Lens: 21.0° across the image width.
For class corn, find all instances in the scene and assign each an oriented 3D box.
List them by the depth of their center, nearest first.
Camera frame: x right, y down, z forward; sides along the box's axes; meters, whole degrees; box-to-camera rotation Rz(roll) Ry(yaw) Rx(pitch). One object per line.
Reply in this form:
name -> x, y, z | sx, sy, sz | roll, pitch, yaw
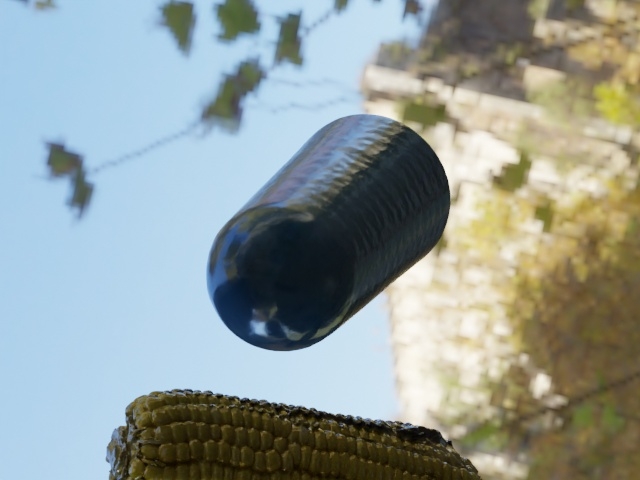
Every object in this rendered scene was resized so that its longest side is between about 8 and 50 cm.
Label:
corn -> -0.009, 0.119, 0.880 | 0.072, 0.203, 0.072 | -169, 90, -71

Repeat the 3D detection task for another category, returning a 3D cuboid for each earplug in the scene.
earplug -> 0.000, 0.000, 1.255 | 0.273, 0.132, 0.132 | -43, -36, -66
